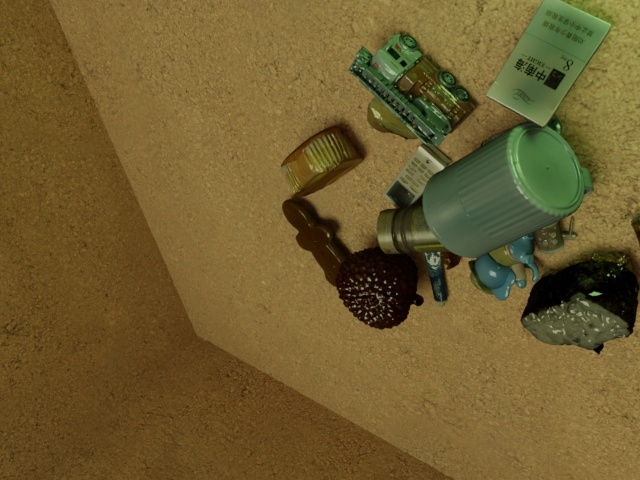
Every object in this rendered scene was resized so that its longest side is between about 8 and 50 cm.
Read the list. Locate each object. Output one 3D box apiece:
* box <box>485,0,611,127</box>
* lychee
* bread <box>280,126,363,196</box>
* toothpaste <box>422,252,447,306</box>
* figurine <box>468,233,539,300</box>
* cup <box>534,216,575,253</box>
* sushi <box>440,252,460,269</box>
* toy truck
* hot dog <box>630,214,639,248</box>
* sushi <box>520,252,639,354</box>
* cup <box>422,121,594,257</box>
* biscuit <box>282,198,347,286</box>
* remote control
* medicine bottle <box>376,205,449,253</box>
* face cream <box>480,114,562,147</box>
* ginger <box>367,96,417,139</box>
[{"bbox_3d":[0.500,-0.392,1.227,0.155,0.067,0.242,37,112,17],"label":"box"},{"bbox_3d":[0.214,0.163,1.989,0.331,0.306,0.305,19,139,16],"label":"lychee"},{"bbox_3d":[-0.006,-0.275,1.886,0.288,0.204,0.156,-31,83,52],"label":"bread"},{"bbox_3d":[0.415,0.130,1.971,0.069,0.047,0.268,23,138,50],"label":"toothpaste"},{"bbox_3d":[0.557,0.074,1.672,0.179,0.154,0.262,57,150,3],"label":"figurine"},{"bbox_3d":[0.648,-0.022,1.541,0.102,0.074,0.099,3,127,44],"label":"cup"},{"bbox_3d":[0.432,0.047,1.857,0.055,0.052,0.120,27,148,54],"label":"sushi"},{"bbox_3d":[0.234,-0.408,1.486,0.338,0.184,0.133,44,145,2],"label":"toy truck"},{"bbox_3d":[0.870,0.027,1.356,0.163,0.082,0.270,-9,119,52],"label":"hot dog"},{"bbox_3d":[0.739,0.187,1.559,0.234,0.207,0.348,37,152,-8],"label":"sushi"},{"bbox_3d":[0.482,-0.105,1.392,0.331,0.256,0.311,29,152,-15],"label":"cup"},{"bbox_3d":[0.001,-0.001,2.251,0.432,0.064,0.283,52,154,-7],"label":"biscuit"},{"bbox_3d":[0.297,-0.193,1.753,0.103,0.055,0.277,43,146,6],"label":"remote control"},{"bbox_3d":[0.351,-0.037,1.731,0.323,0.151,0.151,-4,123,35],"label":"medicine bottle"},{"bbox_3d":[0.509,-0.259,1.447,0.229,0.075,0.075,-20,110,52],"label":"face cream"},{"bbox_3d":[0.226,-0.355,1.645,0.193,0.115,0.122,35,166,3],"label":"ginger"}]
